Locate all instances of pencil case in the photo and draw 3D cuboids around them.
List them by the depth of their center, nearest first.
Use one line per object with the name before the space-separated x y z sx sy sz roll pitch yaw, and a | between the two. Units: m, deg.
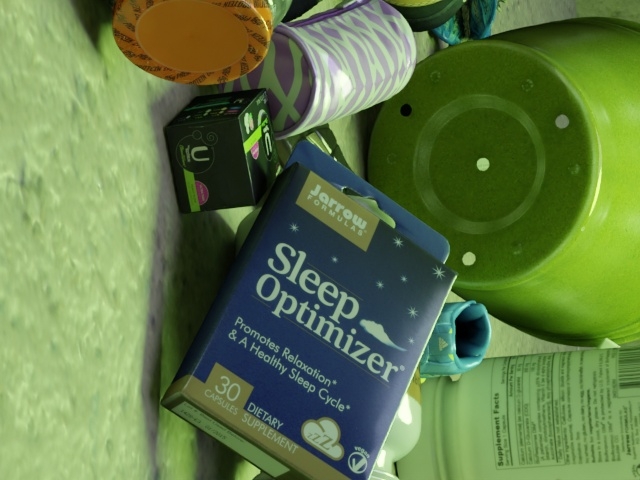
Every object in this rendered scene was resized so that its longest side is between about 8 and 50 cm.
pencil case | 0.002 -0.130 1.319 0.206 0.086 0.088 -32 129 -63

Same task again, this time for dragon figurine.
dragon figurine | 0.178 -0.277 2.228 0.144 0.085 0.289 30 57 -74

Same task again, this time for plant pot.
plant pot | 0.219 -0.068 1.865 0.353 0.366 0.367 2 82 -64

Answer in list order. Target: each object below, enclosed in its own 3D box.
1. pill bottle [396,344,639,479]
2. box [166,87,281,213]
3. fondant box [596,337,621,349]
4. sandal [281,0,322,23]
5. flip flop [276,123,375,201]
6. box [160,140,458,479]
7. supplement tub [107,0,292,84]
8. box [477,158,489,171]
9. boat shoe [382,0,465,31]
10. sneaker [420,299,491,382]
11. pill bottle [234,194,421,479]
pill bottle | 0.223 0.191 1.802 0.160 0.283 0.160 -6 90 -76
box | -0.063 -0.060 1.204 0.083 0.052 0.062 -62 143 -69
fondant box | 0.312 0.305 1.923 0.330 0.238 0.096 -56 161 -2
sandal | 0.051 -0.278 1.467 0.446 0.107 0.168 -50 142 -55
flip flop | 0.000 0.000 1.413 0.277 0.080 0.112 58 21 -28
box | 0.004 0.046 1.170 0.136 0.036 0.225 34 56 -14
supplement tub | -0.069 -0.194 1.092 0.117 0.117 0.190 66 23 -53
box | 0.216 -0.088 2.304 0.130 0.091 0.171 28 57 -74
boat shoe | 0.111 -0.424 1.826 0.156 0.186 0.500 75 20 -58
sneaker | 0.102 0.094 1.671 0.240 0.126 0.091 -27 111 -75
pill bottle | 0.004 0.096 1.253 0.131 0.131 0.229 56 31 -64
